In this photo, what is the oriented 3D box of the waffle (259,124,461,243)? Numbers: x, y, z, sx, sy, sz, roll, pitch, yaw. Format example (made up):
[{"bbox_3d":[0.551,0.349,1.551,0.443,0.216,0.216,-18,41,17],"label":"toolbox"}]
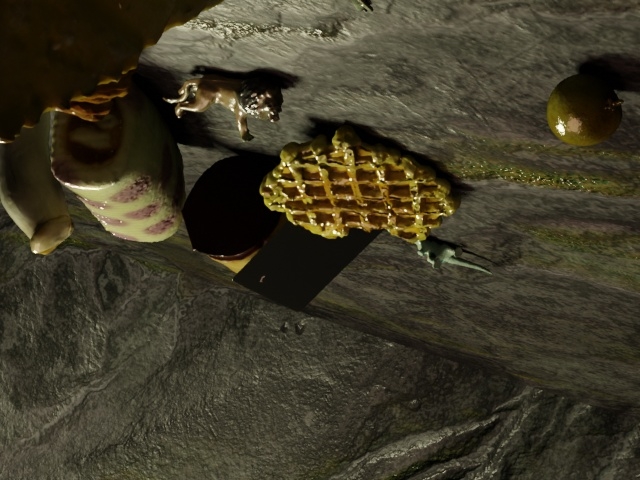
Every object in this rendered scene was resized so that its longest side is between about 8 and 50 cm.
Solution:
[{"bbox_3d":[0.050,-0.066,1.609,0.291,0.051,0.291,7,153,3],"label":"waffle"}]

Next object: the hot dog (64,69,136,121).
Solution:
[{"bbox_3d":[-0.383,-0.243,1.461,0.272,0.122,0.196,25,174,-34],"label":"hot dog"}]

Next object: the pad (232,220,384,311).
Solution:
[{"bbox_3d":[0.000,0.000,1.763,0.160,0.265,0.009,30,-157,-42],"label":"pad"}]

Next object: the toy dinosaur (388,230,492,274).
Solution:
[{"bbox_3d":[0.204,0.019,1.963,0.187,0.044,0.106,12,-171,-36],"label":"toy dinosaur"}]

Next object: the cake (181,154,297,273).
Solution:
[{"bbox_3d":[-0.099,-0.027,1.841,0.208,0.185,0.178,1,159,24],"label":"cake"}]

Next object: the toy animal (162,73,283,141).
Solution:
[{"bbox_3d":[-0.123,-0.180,1.475,0.220,0.069,0.086,5,141,35],"label":"toy animal"}]

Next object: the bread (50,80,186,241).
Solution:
[{"bbox_3d":[-0.300,-0.123,1.735,0.155,0.187,0.338,0,166,6],"label":"bread"}]

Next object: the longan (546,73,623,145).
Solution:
[{"bbox_3d":[0.258,-0.125,1.079,0.075,0.075,0.083,27,162,-35],"label":"longan"}]

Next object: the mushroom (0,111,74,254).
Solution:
[{"bbox_3d":[-0.449,-0.138,1.699,0.109,0.351,0.097,-21,159,12],"label":"mushroom"}]

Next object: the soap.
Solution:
[{"bbox_3d":[-0.230,-0.165,1.009,0.169,0.338,0.304,14,166,33],"label":"soap"}]

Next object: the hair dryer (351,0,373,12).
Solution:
[{"bbox_3d":[-0.022,-0.260,1.004,0.167,0.067,0.199,29,-177,-1],"label":"hair dryer"}]
